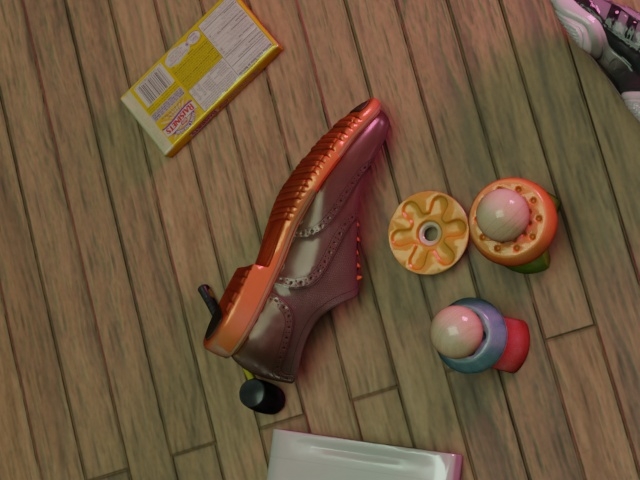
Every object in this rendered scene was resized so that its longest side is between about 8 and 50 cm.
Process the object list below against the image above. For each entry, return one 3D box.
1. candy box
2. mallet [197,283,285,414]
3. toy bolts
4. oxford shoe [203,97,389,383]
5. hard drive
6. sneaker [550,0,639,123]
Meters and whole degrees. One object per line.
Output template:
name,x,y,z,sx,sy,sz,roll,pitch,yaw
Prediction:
candy box,-0.153,-0.213,2.193,0.206,0.027,0.105,-43,73,12
mallet,-0.108,0.131,2.111,0.039,0.062,0.189,-37,71,12
toy bolts,0.157,0.036,1.968,0.218,0.158,0.228,5,85,22
oxford shoe,0.000,0.000,2.077,0.133,0.130,0.363,31,88,-11
hard drive,0.033,0.413,2.028,0.233,0.047,0.353,6,84,21
sneaker,0.377,-0.241,1.954,0.153,0.101,0.268,-38,77,12
